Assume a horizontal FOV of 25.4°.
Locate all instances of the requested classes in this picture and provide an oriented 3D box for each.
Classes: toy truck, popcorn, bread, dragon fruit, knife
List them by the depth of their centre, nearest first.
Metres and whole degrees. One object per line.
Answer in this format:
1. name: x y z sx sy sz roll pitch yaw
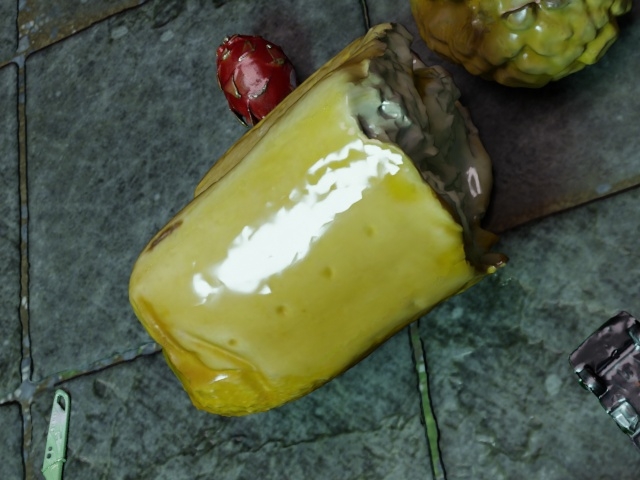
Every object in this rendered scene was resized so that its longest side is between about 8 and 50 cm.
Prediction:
1. toy truck: 0.325 0.182 1.227 0.088 0.121 0.259 -41 54 8
2. bread: 0.000 0.000 1.423 0.394 0.361 0.250 -41 98 18
3. popcorn: 0.202 -0.274 1.483 0.250 0.190 0.250 -19 53 27
4. knife: -0.304 0.266 1.618 0.030 0.014 0.207 -12 60 25
5. dragon fruit: -0.061 -0.155 1.652 0.094 0.094 0.191 -24 79 18
